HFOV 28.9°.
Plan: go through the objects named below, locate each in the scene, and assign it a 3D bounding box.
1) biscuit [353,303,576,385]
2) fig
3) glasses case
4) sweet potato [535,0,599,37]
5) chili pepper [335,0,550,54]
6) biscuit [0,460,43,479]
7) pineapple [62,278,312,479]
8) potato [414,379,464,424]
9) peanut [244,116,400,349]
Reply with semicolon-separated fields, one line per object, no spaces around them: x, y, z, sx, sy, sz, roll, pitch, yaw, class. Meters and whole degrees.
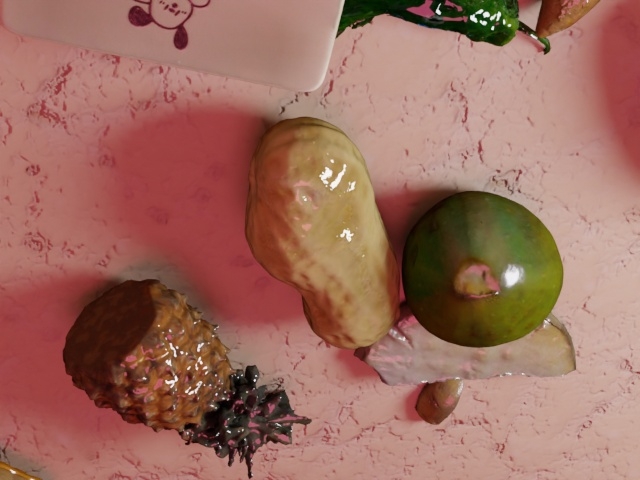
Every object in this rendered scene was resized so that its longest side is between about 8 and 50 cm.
0.187;0.117;1.523;0.289;0.038;0.141;0;126;-9;biscuit
0.178;0.035;1.382;0.181;0.191;0.181;2;97;13;fig
-0.137;-0.234;1.160;0.312;0.070;0.131;11;123;-7;glasses case
0.283;-0.289;1.223;0.065;0.051;0.218;2;127;-51;sweet potato
0.110;-0.224;1.241;0.278;0.065;0.122;1;140;-7;chili pepper
-0.426;0.332;1.584;0.170;0.050;0.170;-3;135;-3;biscuit
-0.141;0.182;1.458;0.169;0.169;0.340;-32;132;15;pineapple
0.150;0.206;1.586;0.037;0.036;0.093;15;124;-23;potato
0.000;0.000;1.353;0.147;0.147;0.319;-17;133;4;peanut
